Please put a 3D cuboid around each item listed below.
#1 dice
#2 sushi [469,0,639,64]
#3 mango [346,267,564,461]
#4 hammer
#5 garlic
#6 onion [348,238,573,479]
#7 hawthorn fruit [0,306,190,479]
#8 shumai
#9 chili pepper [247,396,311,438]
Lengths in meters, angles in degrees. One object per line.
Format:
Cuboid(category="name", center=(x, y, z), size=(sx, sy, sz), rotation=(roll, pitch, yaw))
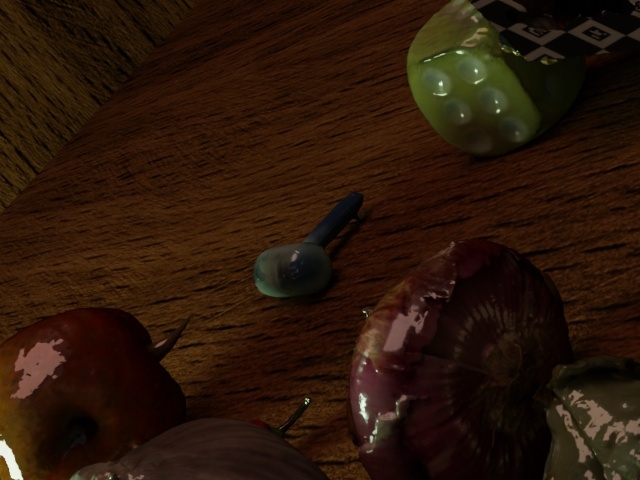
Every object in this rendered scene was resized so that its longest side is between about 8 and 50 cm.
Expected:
Cuboid(category="dice", center=(0.224, -0.223, 1.816), size=(0.166, 0.169, 0.169), rotation=(-18, 30, 45))
Cuboid(category="sushi", center=(0.313, -0.271, 1.706), size=(0.290, 0.050, 0.264), rotation=(-11, 40, -20))
Cuboid(category="mango", center=(0.126, 0.120, 1.316), size=(0.248, 0.156, 0.151), rotation=(-53, 3, -10))
Cuboid(category="hammer", center=(0.000, 0.000, 1.888), size=(0.116, 0.069, 0.194), rotation=(-10, 31, 53))
Cuboid(category="garlic", center=(-0.110, 0.284, 1.232), size=(0.317, 0.259, 0.317), rotation=(-36, 24, 19))
Cuboid(category="onion", center=(0.097, 0.113, 1.167), size=(0.163, 0.230, 0.230), rotation=(0, 42, 39))
Cuboid(category="hawthorn fruit", center=(-0.290, 0.211, 1.708), size=(0.262, 0.258, 0.258), rotation=(-32, 12, -40))
Cuboid(category="shumai", center=(0.239, 0.139, 1.064), size=(0.184, 0.142, 0.184), rotation=(-29, -2, -1))
Cuboid(category="chili pepper", center=(-0.107, 0.262, 1.539), size=(0.272, 0.071, 0.063), rotation=(-41, 60, 9))
